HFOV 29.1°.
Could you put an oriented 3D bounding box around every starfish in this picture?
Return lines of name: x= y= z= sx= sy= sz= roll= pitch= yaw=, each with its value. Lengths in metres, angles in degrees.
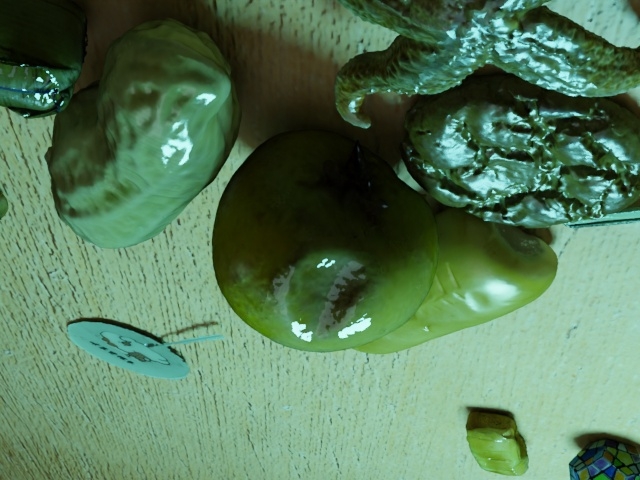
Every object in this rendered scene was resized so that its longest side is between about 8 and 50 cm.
starfish: x=0.105 y=-0.176 z=0.855 sx=0.327 sy=0.094 sz=0.375 roll=29 pitch=145 yaw=-21

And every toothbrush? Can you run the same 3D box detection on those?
toothbrush: x=0.344 y=-0.029 z=1.086 sx=0.294 sy=0.028 sz=0.026 roll=-1 pitch=148 yaw=40

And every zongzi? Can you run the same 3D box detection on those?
zongzi: x=-0.314 y=-0.224 z=0.962 sx=0.260 sy=0.123 sz=0.289 roll=11 pitch=149 yaw=-2

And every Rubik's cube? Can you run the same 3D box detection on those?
Rubik's cube: x=0.387 y=0.320 z=1.651 sx=0.111 sy=0.093 sz=0.111 roll=12 pitch=150 yaw=7

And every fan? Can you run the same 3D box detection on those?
fan: x=-0.234 y=0.148 z=1.737 sx=0.190 sy=0.009 sz=0.329 roll=34 pitch=151 yaw=-30

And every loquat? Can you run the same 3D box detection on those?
loquat: x=0.003 y=0.004 z=1.128 sx=0.213 sy=0.213 sz=0.213 roll=12 pitch=153 yaw=6

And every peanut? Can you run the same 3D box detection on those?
peanut: x=-0.160 y=-0.095 z=1.102 sx=0.153 sy=0.140 sz=0.325 roll=35 pitch=149 yaw=-4

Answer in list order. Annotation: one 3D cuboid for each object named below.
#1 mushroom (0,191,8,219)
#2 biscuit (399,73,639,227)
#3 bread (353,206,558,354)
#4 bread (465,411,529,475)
mushroom: x=-0.448 y=-0.005 z=1.536 sx=0.068 sy=0.043 sz=0.306 roll=44 pitch=146 yaw=-15
biscuit: x=0.176 y=-0.071 z=1.074 sx=0.225 sy=0.042 sz=0.226 roll=11 pitch=152 yaw=6
bread: x=0.109 y=0.052 z=1.294 sx=0.142 sy=0.091 sz=0.305 roll=33 pitch=148 yaw=-20
bread: x=0.243 y=0.281 z=1.693 sx=0.074 sy=0.053 sz=0.132 roll=4 pitch=149 yaw=22
